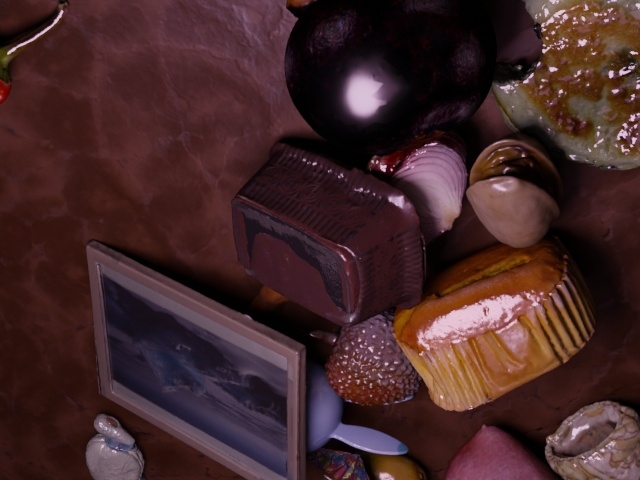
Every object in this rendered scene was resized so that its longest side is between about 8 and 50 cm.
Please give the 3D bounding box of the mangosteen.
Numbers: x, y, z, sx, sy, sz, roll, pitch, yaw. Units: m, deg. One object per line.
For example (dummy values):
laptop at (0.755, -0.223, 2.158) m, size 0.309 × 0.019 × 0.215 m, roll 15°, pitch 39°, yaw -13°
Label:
mangosteen at (0.080, -0.264, 1.585) m, size 0.275 × 0.275 × 0.302 m, roll -21°, pitch 85°, yaw 25°

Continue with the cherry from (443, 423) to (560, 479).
cherry at (0.290, 0.436, 2.014) m, size 0.206 × 0.239 × 0.239 m, roll -47°, pitch 108°, yaw -9°

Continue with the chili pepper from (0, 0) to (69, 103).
chili pepper at (-0.521, -0.246, 1.795) m, size 0.338 × 0.131 × 0.135 m, roll -4°, pitch 124°, yaw 16°

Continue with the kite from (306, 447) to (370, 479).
kite at (0.032, 0.392, 2.077) m, size 0.232 × 0.009 × 0.189 m, roll 39°, pitch 144°, yaw 9°

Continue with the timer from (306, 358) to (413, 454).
timer at (0.004, 0.288, 2.032) m, size 0.255 × 0.175 × 0.175 m, roll 22°, pitch 127°, yaw -16°

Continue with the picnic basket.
picnic basket at (0.000, 0.000, 1.758) m, size 0.296 × 0.129 × 0.223 m, roll 27°, pitch 136°, yaw 34°

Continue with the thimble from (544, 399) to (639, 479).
thimble at (0.458, 0.351, 1.972) m, size 0.143 × 0.137 × 0.190 m, roll 43°, pitch 138°, yaw -19°

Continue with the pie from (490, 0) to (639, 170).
pie at (0.375, -0.219, 1.638) m, size 0.302 × 0.067 × 0.303 m, roll 7°, pitch 126°, yaw 9°

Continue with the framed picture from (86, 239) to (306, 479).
framed picture at (-0.204, 0.211, 1.985) m, size 0.446 × 0.028 × 0.326 m, roll 23°, pitch 130°, yaw 29°

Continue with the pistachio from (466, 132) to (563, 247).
pistachio at (0.265, -0.069, 1.705) m, size 0.131 × 0.130 × 0.206 m, roll -6°, pitch 155°, yaw 19°

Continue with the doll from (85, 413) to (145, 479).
doll at (-0.373, 0.400, 2.243) m, size 0.103 × 0.071 × 0.214 m, roll 7°, pitch 129°, yaw 11°

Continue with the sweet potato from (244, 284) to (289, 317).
sweet potato at (-0.070, 0.082, 1.965) m, size 0.056 × 0.056 × 0.195 m, roll 44°, pitch 127°, yaw -17°

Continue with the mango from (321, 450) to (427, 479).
mango at (0.090, 0.421, 2.140) m, size 0.194 × 0.092 × 0.130 m, roll -9°, pitch 127°, yaw 30°

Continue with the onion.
onion at (0.135, -0.090, 1.763) m, size 0.151 × 0.098 × 0.206 m, roll 26°, pitch 128°, yaw -9°

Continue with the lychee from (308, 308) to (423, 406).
lychee at (0.074, 0.176, 1.925) m, size 0.197 × 0.165 × 0.165 m, roll 26°, pitch 126°, yaw -3°

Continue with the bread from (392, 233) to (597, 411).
bread at (0.246, 0.106, 1.799) m, size 0.288 × 0.204 × 0.156 m, roll -25°, pitch 117°, yaw 18°
